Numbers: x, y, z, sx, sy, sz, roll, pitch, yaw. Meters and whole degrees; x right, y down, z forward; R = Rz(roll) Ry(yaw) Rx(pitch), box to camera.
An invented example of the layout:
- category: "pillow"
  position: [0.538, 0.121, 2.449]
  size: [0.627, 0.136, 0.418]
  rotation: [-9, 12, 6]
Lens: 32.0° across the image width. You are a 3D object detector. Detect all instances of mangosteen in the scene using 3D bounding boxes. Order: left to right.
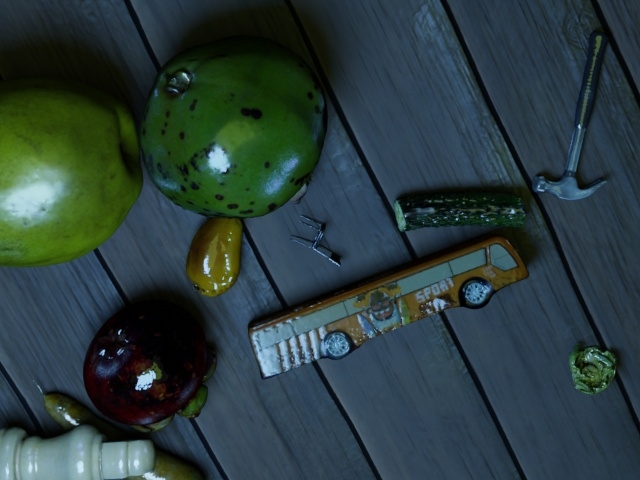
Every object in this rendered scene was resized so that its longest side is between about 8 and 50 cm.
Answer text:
- category: "mangosteen"
  position: [-0.228, 0.180, 1.549]
  size: [0.200, 0.200, 0.199]
  rotation: [-1, 100, -7]

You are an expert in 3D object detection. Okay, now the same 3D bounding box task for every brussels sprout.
- category: "brussels sprout"
  position: [0.408, 0.195, 1.678]
  size: [0.085, 0.058, 0.085]
  rotation: [3, 66, -6]

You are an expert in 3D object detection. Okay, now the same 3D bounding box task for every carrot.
- category: "carrot"
  position: [-0.296, 0.295, 1.607]
  size: [0.298, 0.078, 0.078]
  rotation: [36, 94, -6]

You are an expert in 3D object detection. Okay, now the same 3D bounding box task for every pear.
- category: "pear"
  position: [-0.385, -0.089, 1.439]
  size: [0.307, 0.253, 0.252]
  rotation: [-4, 100, 4]

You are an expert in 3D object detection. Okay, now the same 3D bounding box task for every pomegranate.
- category: "pomegranate"
  position: [-0.102, -0.140, 1.474]
  size: [0.270, 0.254, 0.254]
  rotation: [33, 95, -34]

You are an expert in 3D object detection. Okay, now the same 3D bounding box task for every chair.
- category: "chair"
  position: [0.002, -0.001, 1.602]
  size: [0.086, 0.037, 0.042]
  rotation: [29, 106, -7]

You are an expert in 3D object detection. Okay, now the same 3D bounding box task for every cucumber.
- category: "cucumber"
  position: [0.200, -0.043, 1.612]
  size: [0.187, 0.058, 0.058]
  rotation: [-2, 100, -5]

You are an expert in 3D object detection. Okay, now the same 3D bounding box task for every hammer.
- category: "hammer"
  position: [0.386, -0.180, 1.625]
  size: [0.103, 0.029, 0.246]
  rotation: [12, 97, -9]

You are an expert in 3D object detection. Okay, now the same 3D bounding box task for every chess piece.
- category: "chess piece"
  position: [-0.424, 0.310, 1.533]
  size: [0.397, 0.117, 0.117]
  rotation: [-3, 100, 3]

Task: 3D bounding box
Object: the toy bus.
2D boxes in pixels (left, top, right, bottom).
- category: "toy bus"
  position: [0.096, 0.094, 1.603]
  size: [0.409, 0.093, 0.092]
  rotation: [-20, 94, -4]

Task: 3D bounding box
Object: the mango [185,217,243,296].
- category: "mango"
  position: [-0.146, 0.016, 1.574]
  size: [0.077, 0.063, 0.127]
  rotation: [15, 92, -4]
